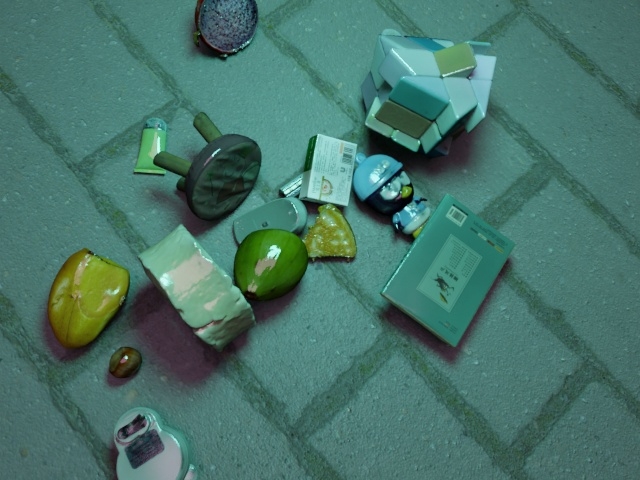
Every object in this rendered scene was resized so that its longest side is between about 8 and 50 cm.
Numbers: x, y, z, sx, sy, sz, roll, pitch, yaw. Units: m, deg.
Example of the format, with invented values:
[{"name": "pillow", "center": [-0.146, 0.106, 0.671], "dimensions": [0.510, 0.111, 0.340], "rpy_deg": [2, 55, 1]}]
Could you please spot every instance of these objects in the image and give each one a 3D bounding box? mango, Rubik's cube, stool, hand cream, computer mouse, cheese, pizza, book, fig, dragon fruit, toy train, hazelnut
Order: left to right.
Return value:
[{"name": "mango", "center": [-0.645, 0.164, 1.319], "dimensions": [0.187, 0.138, 0.256], "rpy_deg": [32, 78, -15]}, {"name": "hazelnut", "center": [-0.528, 0.330, 1.316], "dimensions": [0.086, 0.086, 0.086], "rpy_deg": [1, 75, -5]}, {"name": "hand cream", "center": [-0.517, -0.292, 1.498], "dimensions": [0.095, 0.046, 0.174], "rpy_deg": [4, 81, -5]}, {"name": "cheese", "center": [-0.317, 0.132, 1.273], "dimensions": [0.153, 0.292, 0.332], "rpy_deg": [-40, 89, -14]}, {"name": "stool", "center": [-0.317, -0.210, 1.392], "dimensions": [0.179, 0.272, 0.272], "rpy_deg": [36, 75, 20]}, {"name": "dragon fruit", "center": [-0.329, -0.730, 1.576], "dimensions": [0.148, 0.219, 0.223], "rpy_deg": [41, 115, 36]}, {"name": "fig", "center": [-0.141, 0.081, 1.333], "dimensions": [0.203, 0.202, 0.225], "rpy_deg": [18, 42, 0]}, {"name": "computer mouse", "center": [-0.148, -0.048, 1.451], "dimensions": [0.231, 0.079, 0.127], "rpy_deg": [-22, 80, 5]}, {"name": "toy train", "center": [-0.016, -0.211, 1.517], "dimensions": [0.252, 0.048, 0.055], "rpy_deg": [-37, 83, -13]}, {"name": "pizza", "center": [0.000, 0.000, 1.453], "dimensions": [0.199, 0.062, 0.188], "rpy_deg": [-25, 101, -3]}, {"name": "Rubik's cube", "center": [0.307, -0.434, 1.445], "dimensions": [0.388, 0.358, 0.367], "rpy_deg": [-6, 68, -20]}, {"name": "book", "center": [0.374, 0.080, 1.400], "dimensions": [0.264, 0.031, 0.379], "rpy_deg": [37, 73, 0]}]

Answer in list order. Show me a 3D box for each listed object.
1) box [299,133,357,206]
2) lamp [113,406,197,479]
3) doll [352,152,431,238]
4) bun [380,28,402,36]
[{"name": "box", "center": [0.023, -0.208, 1.466], "dimensions": [0.135, 0.081, 0.198], "rpy_deg": [11, 84, -22]}, {"name": "lamp", "center": [-0.436, 0.547, 1.245], "dimensions": [0.180, 0.108, 0.246], "rpy_deg": [-29, 78, -16]}, {"name": "doll", "center": [0.217, -0.146, 1.473], "dimensions": [0.314, 0.141, 0.177], "rpy_deg": [45, 63, 2]}, {"name": "bun", "center": [0.241, -0.689, 1.669], "dimensions": [0.084, 0.045, 0.083], "rpy_deg": [2, 76, -8]}]
